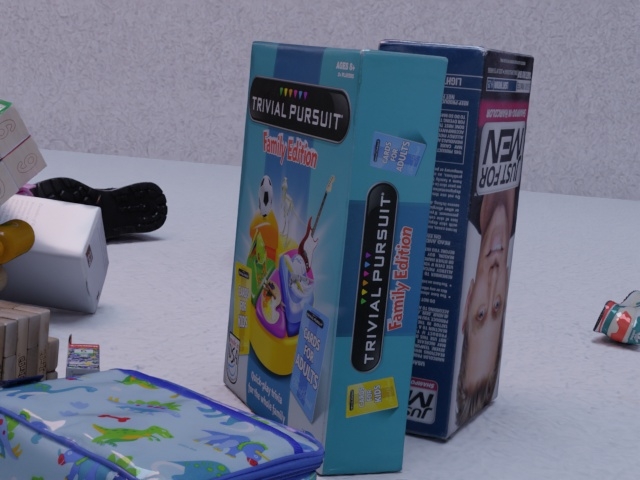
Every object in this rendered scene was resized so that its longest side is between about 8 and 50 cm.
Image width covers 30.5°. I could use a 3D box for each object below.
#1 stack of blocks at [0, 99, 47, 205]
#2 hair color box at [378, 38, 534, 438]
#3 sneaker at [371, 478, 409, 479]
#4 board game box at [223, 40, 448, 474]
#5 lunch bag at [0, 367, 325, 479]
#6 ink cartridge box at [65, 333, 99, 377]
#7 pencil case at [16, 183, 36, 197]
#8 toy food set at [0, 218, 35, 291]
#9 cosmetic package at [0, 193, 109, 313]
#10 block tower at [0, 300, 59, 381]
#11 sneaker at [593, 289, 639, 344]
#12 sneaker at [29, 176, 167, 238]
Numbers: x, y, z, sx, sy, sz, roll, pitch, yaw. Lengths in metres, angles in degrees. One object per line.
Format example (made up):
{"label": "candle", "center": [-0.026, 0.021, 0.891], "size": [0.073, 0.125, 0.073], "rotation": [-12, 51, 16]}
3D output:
{"label": "stack of blocks", "center": [-0.424, -0.027, 1.186], "size": [0.171, 0.087, 0.297], "rotation": [19, 52, 38]}
{"label": "hair color box", "center": [0.115, -0.008, 1.104], "size": [0.105, 0.347, 0.174], "rotation": [9, 10, 24]}
{"label": "sneaker", "center": [0.123, 0.201, 0.701], "size": [0.235, 0.090, 0.095], "rotation": [14, -1, 24]}
{"label": "board game box", "center": [0.000, 0.000, 1.028], "size": [0.079, 0.336, 0.254], "rotation": [1, 10, -23]}
{"label": "lunch bag", "center": [-0.118, 0.153, 0.794], "size": [0.219, 0.090, 0.176], "rotation": [15, 10, 41]}
{"label": "ink cartridge box", "center": [-0.203, 0.123, 1.002], "size": [0.029, 0.062, 0.115], "rotation": [3, 9, -11]}
{"label": "pencil case", "center": [-0.537, -0.041, 1.652], "size": [0.284, 0.124, 0.124], "rotation": [6, 9, 11]}
{"label": "toy food set", "center": [-0.432, 0.036, 1.260], "size": [0.232, 0.111, 0.104], "rotation": [0, 10, 7]}
{"label": "cosmetic package", "center": [-0.371, 0.007, 1.373], "size": [0.231, 0.117, 0.085], "rotation": [8, 53, 2]}
{"label": "block tower", "center": [-0.330, 0.114, 0.899], "size": [0.097, 0.091, 0.335], "rotation": [8, 9, 18]}
{"label": "sneaker", "center": [0.418, 0.109, 1.532], "size": [0.075, 0.057, 0.161], "rotation": [30, 19, 29]}
{"label": "sneaker", "center": [-0.388, -0.039, 1.876], "size": [0.124, 0.107, 0.283], "rotation": [-6, -4, 40]}
